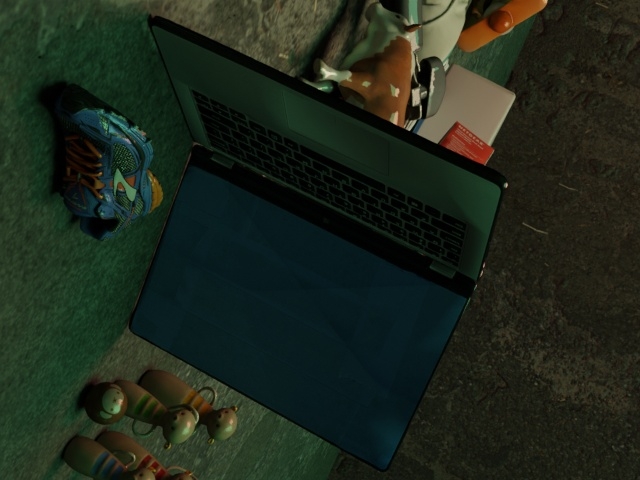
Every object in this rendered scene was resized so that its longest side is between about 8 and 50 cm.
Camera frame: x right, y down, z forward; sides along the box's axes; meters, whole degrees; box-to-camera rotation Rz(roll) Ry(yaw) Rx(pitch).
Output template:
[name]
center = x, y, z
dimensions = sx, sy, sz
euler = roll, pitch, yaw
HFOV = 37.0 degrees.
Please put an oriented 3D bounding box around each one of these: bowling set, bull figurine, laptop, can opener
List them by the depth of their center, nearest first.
[laptop]
center = -0.040, 0.028, 1.040
dimensions = 0.236, 0.382, 0.408
euler = -60, 166, -18
[bowling set]
center = -0.240, 0.280, 1.255
dimensions = 0.287, 0.154, 0.200
euler = -58, 166, -24
[bull figurine]
center = 0.060, -0.196, 1.419
dimensions = 0.188, 0.101, 0.311
euler = -7, 103, -28
[can opener]
center = 0.145, -0.327, 1.509
dimensions = 0.095, 0.076, 0.284
euler = -20, 119, -31

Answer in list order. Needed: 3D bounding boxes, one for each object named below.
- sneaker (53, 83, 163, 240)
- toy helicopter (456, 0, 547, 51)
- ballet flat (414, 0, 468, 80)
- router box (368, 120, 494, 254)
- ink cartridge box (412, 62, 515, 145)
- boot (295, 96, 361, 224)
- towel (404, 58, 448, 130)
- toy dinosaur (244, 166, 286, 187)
[sneaker]
center = -0.207, -0.063, 0.905
dimensions = 0.087, 0.083, 0.221
euler = -53, 161, -20
[toy helicopter]
center = 0.369, -0.495, 1.813
dimensions = 0.355, 0.140, 0.235
euler = -44, -158, 54
[ballet flat]
center = 0.199, -0.438, 1.669
dimensions = 0.139, 0.139, 0.400
euler = 99, 18, -52
[router box]
center = 0.118, -0.001, 1.575
dimensions = 0.301, 0.082, 0.335
euler = -50, 178, -46
[ink cartridge box]
center = 0.288, -0.192, 2.236
dimensions = 0.285, 0.166, 0.395
euler = -60, 173, -10
[boot]
center = -0.022, -0.024, 1.563
dimensions = 0.284, 0.138, 0.377
euler = -51, 167, -42
[towel]
center = 0.182, -0.249, 1.989
dimensions = 0.209, 0.034, 0.285
euler = -59, 178, -15
[toy dinosaur]
center = -0.092, -0.038, 1.348
dimensions = 0.160, 0.121, 0.313
euler = -57, 139, -19
